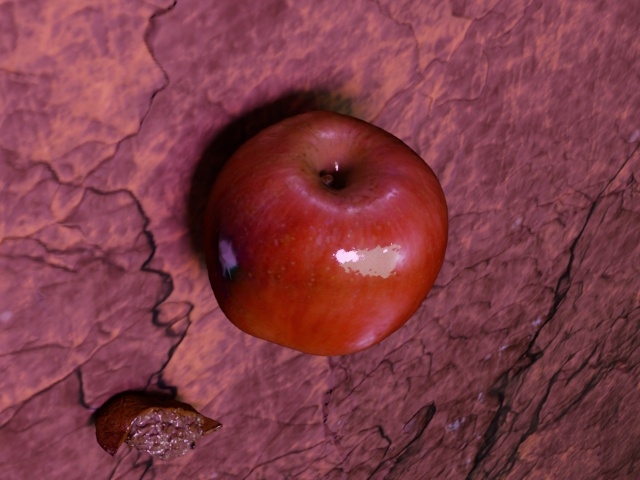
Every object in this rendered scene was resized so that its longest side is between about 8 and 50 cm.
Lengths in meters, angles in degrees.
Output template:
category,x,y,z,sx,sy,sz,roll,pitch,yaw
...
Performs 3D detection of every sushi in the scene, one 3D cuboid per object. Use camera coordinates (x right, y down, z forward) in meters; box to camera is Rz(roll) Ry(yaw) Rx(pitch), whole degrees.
category,x,y,z,sx,sy,sz,roll,pitch,yaw
sushi,-0.133,0.154,1.089,0.052,0.055,0.120,-58,150,4

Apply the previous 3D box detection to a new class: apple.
category,x,y,z,sx,sy,sz,roll,pitch,yaw
apple,0.000,0.000,0.979,0.199,0.199,0.199,-32,146,-25
